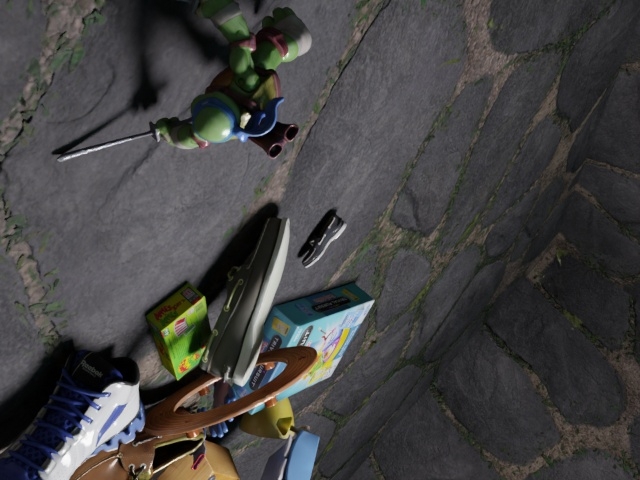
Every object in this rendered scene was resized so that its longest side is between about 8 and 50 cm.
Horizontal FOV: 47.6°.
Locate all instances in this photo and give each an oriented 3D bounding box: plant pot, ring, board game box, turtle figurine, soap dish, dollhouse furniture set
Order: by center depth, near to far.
[{"bbox_3d":[-0.137,-0.210,0.862,0.266,0.274,0.198,-51,143,-60],"label":"turtle figurine"},{"bbox_3d":[-0.239,0.161,1.263,0.092,0.043,0.181,-40,153,-26],"label":"board game box"},{"bbox_3d":[-0.158,0.275,1.319,0.336,0.032,0.336,-20,-174,2],"label":"ring"},{"bbox_3d":[-0.321,0.577,1.607,0.291,0.118,0.229,-48,156,-9],"label":"soap dish"},{"bbox_3d":[-0.172,0.553,1.617,0.286,0.198,0.303,-48,-160,52],"label":"dollhouse furniture set"},{"bbox_3d":[-0.035,0.246,1.709,0.336,0.079,0.254,-12,134,-57],"label":"board game box"},{"bbox_3d":[-0.123,0.410,1.747,0.134,0.134,0.095,11,87,-64],"label":"plant pot"}]

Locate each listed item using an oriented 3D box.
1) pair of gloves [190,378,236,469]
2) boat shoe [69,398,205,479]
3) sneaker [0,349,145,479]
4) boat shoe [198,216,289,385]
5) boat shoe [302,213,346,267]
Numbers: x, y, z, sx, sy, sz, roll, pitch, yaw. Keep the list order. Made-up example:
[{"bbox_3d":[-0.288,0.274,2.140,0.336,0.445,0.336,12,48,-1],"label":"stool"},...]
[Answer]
[{"bbox_3d":[-0.224,0.367,1.471,0.023,0.159,0.198,25,109,-21],"label":"pair of gloves"},{"bbox_3d":[-0.343,0.393,1.325,0.307,0.104,0.111,-26,146,-45],"label":"boat shoe"},{"bbox_3d":[-0.375,0.262,1.068,0.315,0.127,0.182,-40,151,-53],"label":"sneaker"},{"bbox_3d":[-0.129,0.096,1.274,0.109,0.091,0.305,46,60,-81],"label":"boat shoe"},{"bbox_3d":[0.000,0.000,1.479,0.125,0.038,0.046,-48,-162,4],"label":"boat shoe"}]
